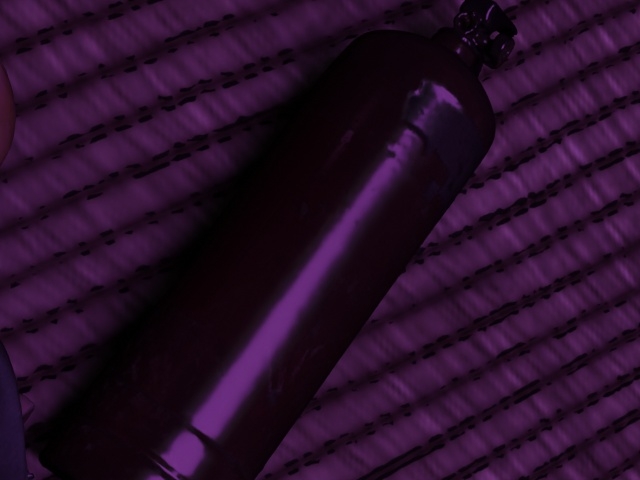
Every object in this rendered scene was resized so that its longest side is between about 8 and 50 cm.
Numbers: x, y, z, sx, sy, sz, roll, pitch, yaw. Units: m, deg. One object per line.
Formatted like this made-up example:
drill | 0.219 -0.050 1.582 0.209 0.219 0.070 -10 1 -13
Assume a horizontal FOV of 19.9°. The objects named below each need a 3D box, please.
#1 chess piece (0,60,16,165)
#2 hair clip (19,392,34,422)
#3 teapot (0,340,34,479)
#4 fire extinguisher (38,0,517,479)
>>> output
chess piece | -0.195 -0.062 0.445 0.307 0.138 0.124 17 79 -49
hair clip | -0.099 0.114 0.579 0.072 0.226 0.034 26 111 -40
teapot | -0.202 0.061 0.489 0.203 0.225 0.171 -61 158 -59
fire extinguisher | 0.000 0.000 0.707 0.268 0.072 0.089 -54 163 -16
